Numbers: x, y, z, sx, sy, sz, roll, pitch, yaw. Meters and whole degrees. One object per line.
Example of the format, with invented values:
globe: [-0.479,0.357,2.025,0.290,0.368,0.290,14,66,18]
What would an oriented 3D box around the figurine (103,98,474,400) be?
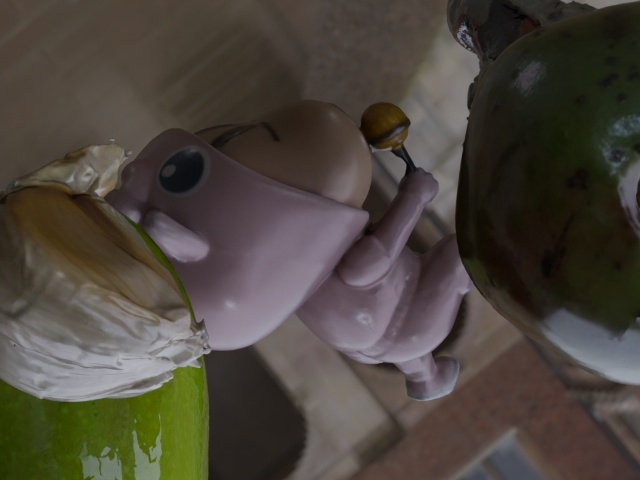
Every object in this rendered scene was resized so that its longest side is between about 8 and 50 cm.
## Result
figurine: [0.000,0.000,1.125,0.186,0.287,0.176,-69,-163,-6]

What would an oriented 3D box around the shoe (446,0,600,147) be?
shoe: [0.142,-0.101,1.175,0.125,0.099,0.227,-57,-148,2]

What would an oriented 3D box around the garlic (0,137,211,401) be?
garlic: [-0.085,0.020,0.620,0.074,0.094,0.113,-40,169,12]

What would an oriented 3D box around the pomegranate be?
pomegranate: [0.151,-0.021,0.838,0.181,0.181,0.224,-39,176,-1]

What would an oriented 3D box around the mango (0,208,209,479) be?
mango: [-0.120,0.119,0.872,0.143,0.293,0.175,-12,172,5]
